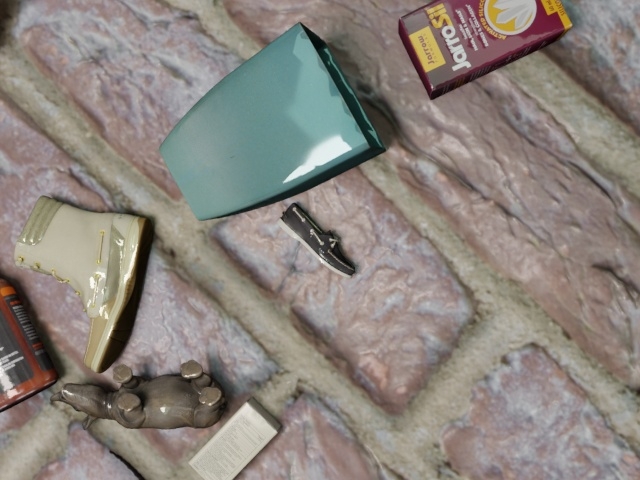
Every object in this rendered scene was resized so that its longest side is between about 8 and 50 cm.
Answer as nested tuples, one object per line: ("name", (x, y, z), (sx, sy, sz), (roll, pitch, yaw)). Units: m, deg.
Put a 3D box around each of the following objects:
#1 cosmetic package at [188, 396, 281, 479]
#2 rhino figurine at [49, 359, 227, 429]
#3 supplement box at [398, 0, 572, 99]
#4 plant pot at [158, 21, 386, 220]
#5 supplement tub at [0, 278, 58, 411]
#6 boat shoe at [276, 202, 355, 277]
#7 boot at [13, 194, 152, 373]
("cosmetic package", (-0.112, 0.270, 1.118), (0.115, 0.041, 0.060), (-45, 87, 4))
("rhino figurine", (-0.237, 0.209, 1.102), (0.243, 0.106, 0.073), (-3, 60, 6))
("supplement box", (0.203, -0.267, 1.065), (0.188, 0.081, 0.104), (-25, 89, 5))
("plant pot", (-0.067, -0.128, 1.057), (0.234, 0.166, 0.165), (-29, 88, 13))
("supplement tub", (-0.434, 0.123, 1.113), (0.106, 0.106, 0.197), (-28, 88, 5))
("boat shoe", (0.000, 0.000, 1.105), (0.125, 0.046, 0.038), (40, 98, 12))
("boot", (-0.325, 0.056, 1.117), (0.165, 0.077, 0.213), (13, 87, 4))
